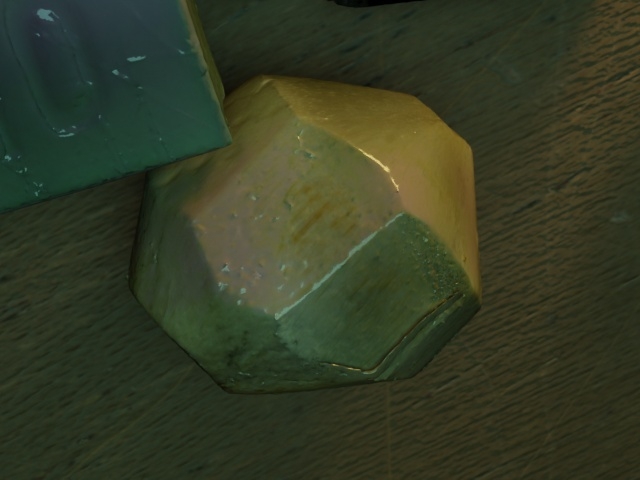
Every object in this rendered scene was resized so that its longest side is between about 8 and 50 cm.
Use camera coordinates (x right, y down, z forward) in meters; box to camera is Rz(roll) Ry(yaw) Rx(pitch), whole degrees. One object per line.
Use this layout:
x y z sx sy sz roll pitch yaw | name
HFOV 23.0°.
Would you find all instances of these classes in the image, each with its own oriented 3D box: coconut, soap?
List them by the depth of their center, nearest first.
-0.328 -0.153 1.408 0.446 0.156 0.261 -15 124 2 | soap
0.000 0.000 1.546 0.352 0.352 0.353 -2 104 -9 | coconut

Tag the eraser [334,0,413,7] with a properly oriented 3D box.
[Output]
0.158 -0.331 1.599 0.332 0.101 0.155 -8 105 -10 | eraser
